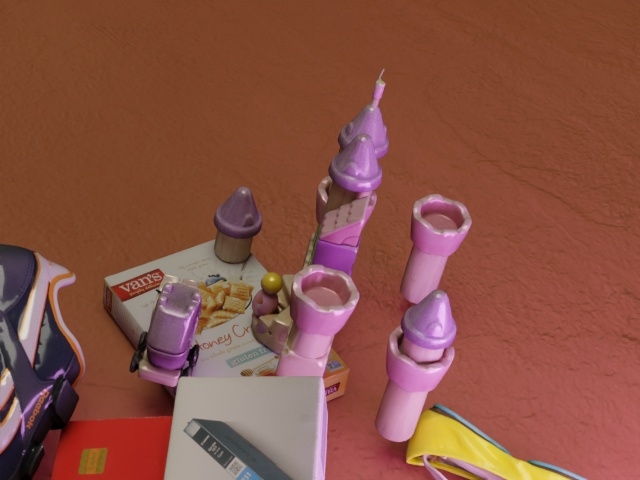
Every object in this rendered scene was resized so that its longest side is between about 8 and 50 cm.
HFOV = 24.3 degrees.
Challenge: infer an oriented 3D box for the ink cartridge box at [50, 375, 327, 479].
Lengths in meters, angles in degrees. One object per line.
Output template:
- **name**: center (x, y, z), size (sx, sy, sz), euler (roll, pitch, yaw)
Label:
- **ink cartridge box**: center (-0.130, 0.253, 1.307), size (0.261, 0.066, 0.296), euler (-2, 45, 5)

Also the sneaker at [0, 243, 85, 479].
- **sneaker**: center (-0.292, 0.161, 1.408), size (0.127, 0.126, 0.321), euler (10, 76, -31)

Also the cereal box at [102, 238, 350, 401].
- **cereal box**: center (-0.105, 0.102, 1.612), size (0.173, 0.047, 0.240), euler (-20, 50, -30)

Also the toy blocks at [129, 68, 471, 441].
- **toy blocks**: center (0.000, 0.000, 1.517), size (0.309, 0.260, 0.288), euler (14, 39, 0)

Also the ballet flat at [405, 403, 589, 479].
- **ballet flat**: center (0.187, 0.247, 1.501), size (0.231, 0.077, 0.077), euler (26, 67, 22)
